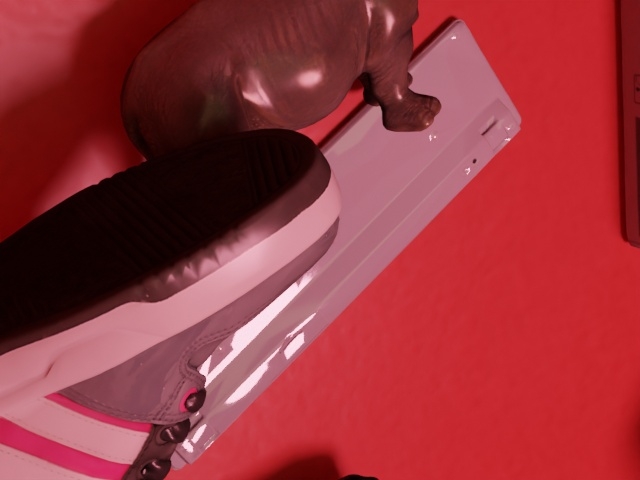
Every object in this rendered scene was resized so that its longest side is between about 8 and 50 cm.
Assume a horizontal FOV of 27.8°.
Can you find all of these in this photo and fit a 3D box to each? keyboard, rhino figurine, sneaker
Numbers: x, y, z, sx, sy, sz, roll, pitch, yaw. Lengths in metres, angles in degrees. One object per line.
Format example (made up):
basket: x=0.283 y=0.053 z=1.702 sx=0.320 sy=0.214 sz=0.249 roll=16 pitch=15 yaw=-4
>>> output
keyboard: x=0.000 y=0.000 z=0.634 sx=0.256 sy=0.014 sz=0.072 roll=-45 pitch=115 yaw=-13
rhino figurine: x=0.012 y=-0.099 z=0.577 sx=0.243 sy=0.073 sz=0.106 roll=-43 pitch=122 yaw=-15
sneaker: x=-0.089 y=0.098 z=0.519 sx=0.295 sy=0.124 sz=0.178 roll=-32 pitch=119 yaw=3

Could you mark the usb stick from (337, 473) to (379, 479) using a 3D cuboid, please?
usb stick: x=-0.082 y=0.195 z=0.611 sx=0.278 sy=0.045 sz=0.077 roll=-25 pitch=142 yaw=-23

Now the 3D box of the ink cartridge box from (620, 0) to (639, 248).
ink cartridge box: x=0.275 y=-0.146 z=0.729 sx=0.239 sy=0.060 sz=0.275 roll=-15 pitch=110 yaw=-25
